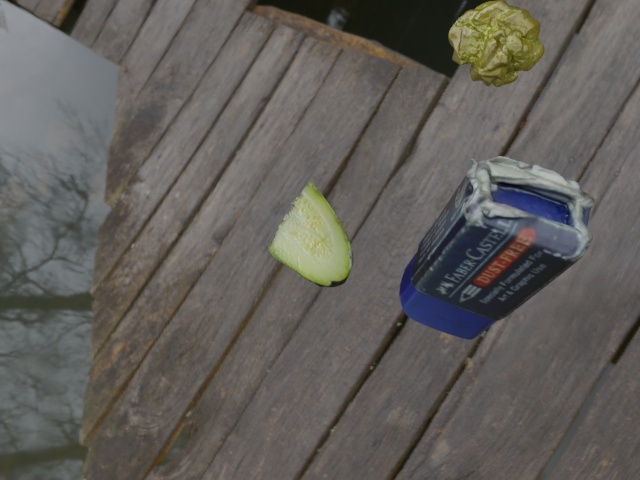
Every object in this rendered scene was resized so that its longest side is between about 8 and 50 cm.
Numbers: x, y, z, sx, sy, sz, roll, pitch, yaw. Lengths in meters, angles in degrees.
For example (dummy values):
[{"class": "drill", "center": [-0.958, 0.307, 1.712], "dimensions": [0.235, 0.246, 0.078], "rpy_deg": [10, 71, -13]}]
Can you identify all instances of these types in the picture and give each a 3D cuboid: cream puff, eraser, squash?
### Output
[{"class": "cream puff", "center": [0.411, -0.461, 1.339], "dimensions": [0.221, 0.195, 0.194], "rpy_deg": [30, 91, 12]}, {"class": "eraser", "center": [0.215, 0.026, 0.771], "dimensions": [0.155, 0.332, 0.101], "rpy_deg": [20, 59, 0]}, {"class": "squash", "center": [0.000, 0.000, 1.505], "dimensions": [0.155, 0.204, 0.236], "rpy_deg": [18, 61, 29]}]
